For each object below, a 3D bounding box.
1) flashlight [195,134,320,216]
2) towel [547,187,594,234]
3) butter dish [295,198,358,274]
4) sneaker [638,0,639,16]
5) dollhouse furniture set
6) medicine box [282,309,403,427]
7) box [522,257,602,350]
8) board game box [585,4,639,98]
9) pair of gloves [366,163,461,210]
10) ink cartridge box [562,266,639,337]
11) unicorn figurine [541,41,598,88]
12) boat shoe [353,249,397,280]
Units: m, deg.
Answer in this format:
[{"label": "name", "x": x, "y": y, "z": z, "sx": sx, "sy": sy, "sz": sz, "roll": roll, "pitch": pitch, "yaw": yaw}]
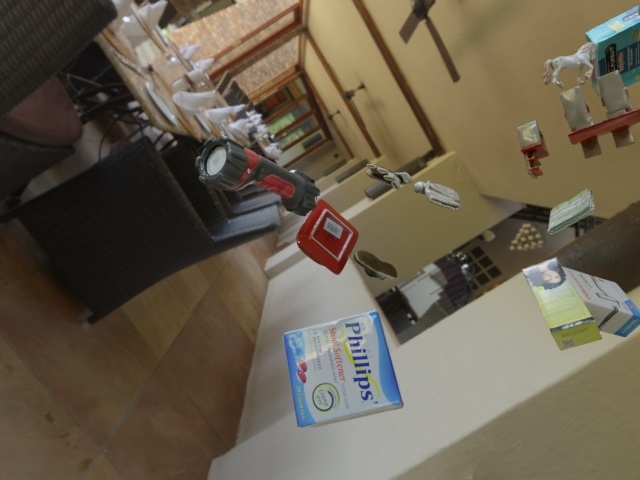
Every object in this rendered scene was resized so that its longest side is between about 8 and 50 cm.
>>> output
[{"label": "flashlight", "x": -0.118, "y": -0.122, "z": 0.897, "sx": 0.304, "sy": 0.103, "sz": 0.103, "roll": 22, "pitch": 37, "yaw": -53}, {"label": "towel", "x": 0.619, "y": -0.076, "z": 1.038, "sx": 0.023, "sy": 0.113, "sz": 0.152, "roll": 50, "pitch": 38, "yaw": -1}, {"label": "butter dish", "x": 0.000, "y": 0.000, "z": 1.123, "sx": 0.160, "sy": 0.160, "sz": 0.118, "roll": 40, "pitch": -33, "yaw": -17}, {"label": "sneaker", "x": 0.994, "y": -0.732, "z": 1.045, "sx": 0.158, "sy": 0.410, "sz": 0.182, "roll": 47, "pitch": 12, "yaw": 21}, {"label": "dollhouse furniture set", "x": 0.651, "y": -0.263, "z": 1.051, "sx": 0.262, "sy": 0.259, "sz": 0.135, "roll": 12, "pitch": 66, "yaw": -51}, {"label": "medicine box", "x": 0.065, "y": 0.374, "z": 1.204, "sx": 0.149, "sy": 0.289, "sz": 0.264, "roll": 64, "pitch": 12, "yaw": -62}, {"label": "box", "x": 0.530, "y": 0.134, "z": 0.933, "sx": 0.058, "sy": 0.087, "sz": 0.232, "roll": 56, "pitch": 23, "yaw": -22}, {"label": "board game box", "x": 1.077, "y": -0.657, "z": 1.365, "sx": 0.253, "sy": 0.335, "sz": 0.079, "roll": 40, "pitch": 36, "yaw": -45}, {"label": "pair of gloves", "x": 0.230, "y": -0.139, "z": 1.022, "sx": 0.240, "sy": 0.042, "sz": 0.204, "roll": 23, "pitch": 16, "yaw": 10}, {"label": "ink cartridge box", "x": 0.754, "y": 0.169, "z": 1.161, "sx": 0.203, "sy": 0.086, "sz": 0.148, "roll": 16, "pitch": 35, "yaw": -13}, {"label": "unicorn figurine", "x": 0.685, "y": -0.473, "z": 1.122, "sx": 0.060, "sy": 0.161, "sz": 0.111, "roll": 44, "pitch": 44, "yaw": -82}, {"label": "boat shoe", "x": 0.140, "y": 0.074, "z": 1.104, "sx": 0.152, "sy": 0.049, "sz": 0.056, "roll": 28, "pitch": 40, "yaw": -30}]
